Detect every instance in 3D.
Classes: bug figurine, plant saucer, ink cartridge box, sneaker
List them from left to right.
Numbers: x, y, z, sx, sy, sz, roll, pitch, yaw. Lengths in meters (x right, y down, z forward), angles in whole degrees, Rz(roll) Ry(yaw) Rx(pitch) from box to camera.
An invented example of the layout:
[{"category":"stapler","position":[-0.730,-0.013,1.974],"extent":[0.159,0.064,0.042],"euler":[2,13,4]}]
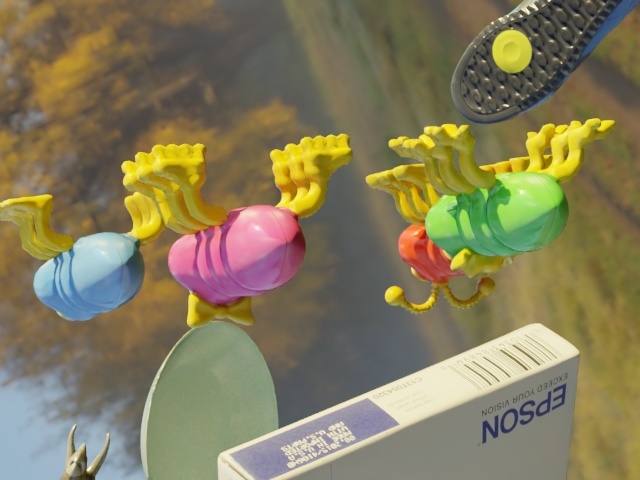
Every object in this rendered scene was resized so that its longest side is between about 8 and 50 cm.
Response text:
[{"category":"plant saucer","position":[-0.103,0.165,1.333],"extent":[0.195,0.037,0.195],"euler":[1,-91,-58]},{"category":"bug figurine","position":[0.000,0.000,0.708],"extent":[0.216,0.279,0.072],"euler":[159,105,-69]},{"category":"ink cartridge box","position":[0.070,0.266,1.305],"extent":[0.071,0.324,0.330],"euler":[32,133,46]},{"category":"sneaker","position":[0.181,-0.161,1.124],"extent":[0.069,0.209,0.082],"euler":[49,-151,11]}]

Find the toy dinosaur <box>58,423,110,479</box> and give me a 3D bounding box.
[{"category":"toy dinosaur","position":[-0.324,0.346,1.653],"extent":[0.121,0.313,0.160],"euler":[45,-152,-16]}]
